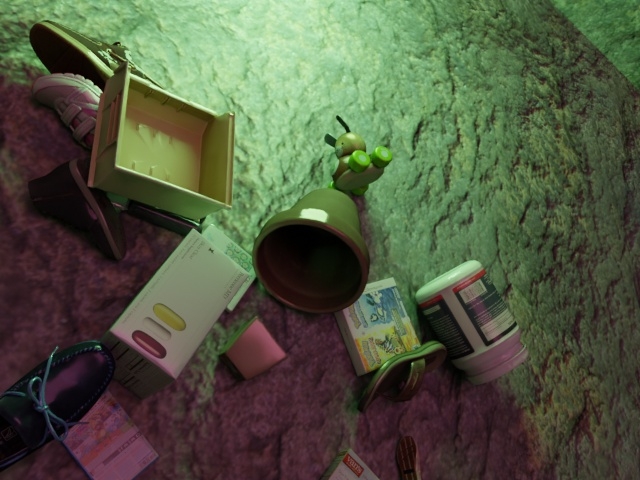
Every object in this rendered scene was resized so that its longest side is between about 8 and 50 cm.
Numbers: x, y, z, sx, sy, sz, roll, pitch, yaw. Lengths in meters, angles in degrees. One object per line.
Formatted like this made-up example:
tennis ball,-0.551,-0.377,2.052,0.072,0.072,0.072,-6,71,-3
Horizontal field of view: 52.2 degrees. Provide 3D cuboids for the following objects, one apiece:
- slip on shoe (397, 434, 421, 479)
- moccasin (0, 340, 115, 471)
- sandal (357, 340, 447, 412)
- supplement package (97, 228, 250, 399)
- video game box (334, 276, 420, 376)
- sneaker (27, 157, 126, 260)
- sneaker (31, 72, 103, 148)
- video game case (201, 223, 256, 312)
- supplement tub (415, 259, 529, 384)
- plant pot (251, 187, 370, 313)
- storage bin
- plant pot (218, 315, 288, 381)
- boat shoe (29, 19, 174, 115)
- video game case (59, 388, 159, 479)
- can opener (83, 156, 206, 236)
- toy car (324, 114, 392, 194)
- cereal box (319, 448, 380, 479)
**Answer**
slip on shoe,0.209,0.519,1.498,0.041,0.052,0.135,49,28,-56
moccasin,-0.479,0.302,1.063,0.342,0.117,0.137,-43,98,-15
sandal,0.208,0.321,1.526,0.303,0.120,0.086,-18,51,-37
supplement package,-0.293,0.144,1.258,0.145,0.204,0.261,40,53,-11
video game box,0.135,0.205,1.592,0.187,0.048,0.205,-13,76,-33
sneaker,-0.486,-0.047,1.320,0.083,0.118,0.222,-91,158,-72
sneaker,-0.492,-0.261,1.387,0.252,0.103,0.111,24,56,-19
video game case,-0.224,0.061,1.455,0.157,0.019,0.143,40,53,-9
supplement tub,0.382,0.205,1.651,0.191,0.191,0.272,-26,83,-37
plant pot,0.000,0.000,1.501,0.263,0.263,0.229,38,37,-12
storage bin,-0.318,-0.200,1.350,0.262,0.123,0.260,19,61,-39
plant pot,-0.150,0.237,1.372,0.096,0.109,0.109,-38,91,-24
boat shoe,-0.469,-0.377,1.452,0.342,0.123,0.123,32,48,-20
video game case,-0.395,0.376,1.208,0.119,0.015,0.166,-38,91,-37
can opener,-0.372,-0.092,1.387,0.284,0.095,0.075,23,59,-21
toy car,0.068,-0.227,1.692,0.149,0.155,0.188,-16,68,-36
cereal box,0.045,0.584,1.361,0.173,0.047,0.240,49,52,-4
